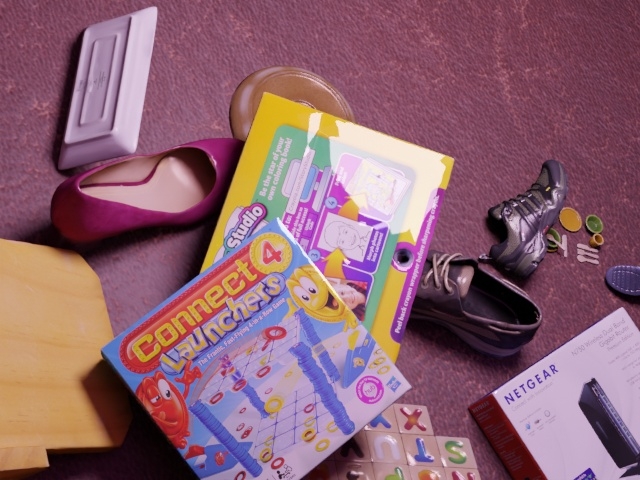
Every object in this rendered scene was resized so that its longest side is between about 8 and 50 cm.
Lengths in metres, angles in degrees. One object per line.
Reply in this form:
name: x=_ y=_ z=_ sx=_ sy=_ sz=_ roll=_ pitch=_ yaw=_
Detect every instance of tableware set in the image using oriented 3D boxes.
tableware set: x=0.445 y=-0.020 z=2.093 sx=0.154 sy=0.024 sz=0.104 roll=15 pitch=61 yaw=-17

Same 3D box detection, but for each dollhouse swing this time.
dollhouse swing: x=-0.476 y=0.174 z=1.552 sx=0.315 sy=0.305 sz=0.347 roll=-21 pitch=73 yaw=12

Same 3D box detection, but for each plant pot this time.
plant pot: x=-0.037 y=-0.198 z=1.950 sx=0.236 sy=0.032 sz=0.236 roll=10 pitch=63 yaw=-21

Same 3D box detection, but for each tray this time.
tray: x=-0.331 y=-0.241 z=1.776 sx=0.030 sy=0.145 sz=0.270 roll=42 pitch=44 yaw=-51

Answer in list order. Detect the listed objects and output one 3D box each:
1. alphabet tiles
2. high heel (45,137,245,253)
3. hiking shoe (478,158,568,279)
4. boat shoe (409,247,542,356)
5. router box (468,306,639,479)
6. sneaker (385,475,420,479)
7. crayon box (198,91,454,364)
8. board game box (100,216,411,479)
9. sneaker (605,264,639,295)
alphabet tiles: x=0.109 y=0.365 z=1.642 sx=0.285 sy=0.011 sz=0.343 roll=8 pitch=42 yaw=-19
high heel: x=-0.226 y=-0.089 z=1.719 sx=0.377 sy=0.181 sz=0.127 roll=-32 pitch=82 yaw=-33
hiking shoe: x=0.354 y=-0.052 z=2.016 sx=0.114 sy=0.086 sz=0.227 roll=22 pitch=70 yaw=-1
boat shoe: x=0.204 y=0.066 z=1.875 sx=0.355 sy=0.130 sz=0.132 roll=23 pitch=59 yaw=-14
router box: x=0.453 y=0.315 z=1.901 sx=0.335 sy=0.082 sz=0.301 roll=-27 pitch=80 yaw=-32
sneaker: x=0.051 y=0.350 z=1.695 sx=0.240 sy=0.091 sz=0.126 roll=-15 pitch=64 yaw=-37
crayon box: x=0.000 y=0.000 z=1.752 sx=0.313 sy=0.106 sz=0.363 roll=19 pitch=73 yaw=-2
board game box: x=-0.088 y=0.180 z=1.594 sx=0.308 sy=0.086 sz=0.302 roll=-38 pitch=85 yaw=-13
sneaker: x=0.582 y=0.072 z=2.100 sx=0.144 sy=0.059 sz=0.053 roll=6 pitch=95 yaw=-5
